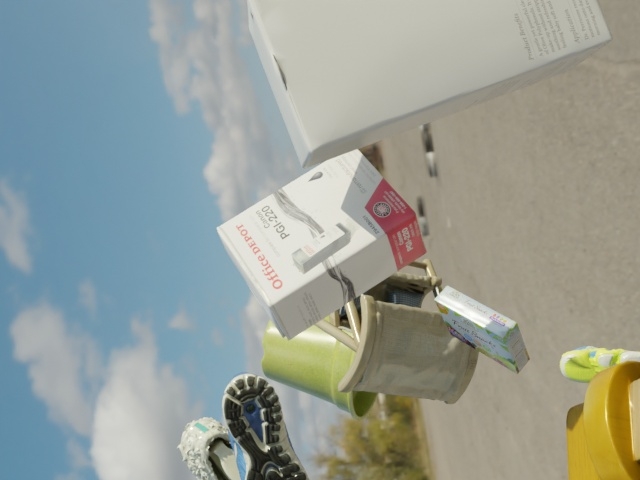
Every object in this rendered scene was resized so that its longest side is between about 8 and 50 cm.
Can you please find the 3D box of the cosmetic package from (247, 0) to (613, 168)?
[{"bbox_3d":[0.117,-0.239,1.017,0.155,0.365,0.197,147,103,-86],"label":"cosmetic package"}]

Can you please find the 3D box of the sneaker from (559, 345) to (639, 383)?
[{"bbox_3d":[0.657,0.272,1.954,0.126,0.240,0.091,-29,-55,-71],"label":"sneaker"}]

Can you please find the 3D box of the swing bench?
[{"bbox_3d":[0.124,0.144,1.557,0.165,0.253,0.255,-62,37,22],"label":"swing bench"}]

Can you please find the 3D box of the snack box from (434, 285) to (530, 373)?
[{"bbox_3d":[0.250,0.137,1.363,0.141,0.037,0.100,29,157,43],"label":"snack box"}]

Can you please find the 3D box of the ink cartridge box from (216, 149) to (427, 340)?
[{"bbox_3d":[0.000,0.000,1.128,0.159,0.217,0.092,52,172,37],"label":"ink cartridge box"}]

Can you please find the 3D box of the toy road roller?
[{"bbox_3d":[0.438,0.249,1.021,0.240,0.329,0.203,-38,36,49],"label":"toy road roller"}]

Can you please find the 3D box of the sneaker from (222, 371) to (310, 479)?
[{"bbox_3d":[-0.096,0.388,1.592,0.147,0.129,0.330,-145,44,-82],"label":"sneaker"}]

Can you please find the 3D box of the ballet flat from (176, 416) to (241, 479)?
[{"bbox_3d":[-0.138,0.533,1.788,0.409,0.147,0.147,52,-169,-11],"label":"ballet flat"}]

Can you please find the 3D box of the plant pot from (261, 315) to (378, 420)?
[{"bbox_3d":[0.005,0.269,2.113,0.276,0.253,0.276,9,-90,-69],"label":"plant pot"}]
